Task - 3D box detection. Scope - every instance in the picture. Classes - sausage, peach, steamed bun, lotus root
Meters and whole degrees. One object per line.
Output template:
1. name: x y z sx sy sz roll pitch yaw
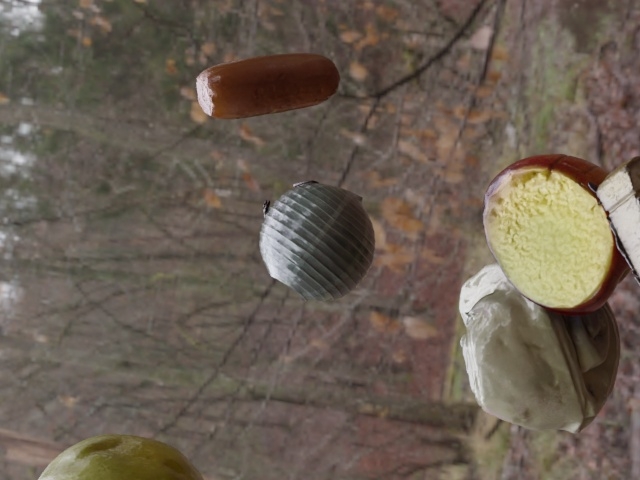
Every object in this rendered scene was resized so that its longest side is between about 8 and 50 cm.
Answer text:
1. sausage: -0.061 -0.195 1.225 0.076 0.197 0.076 26 122 52
2. peach: 0.403 -0.019 1.648 0.248 0.275 0.245 -45 -9 6
3. steamed bun: 0.429 0.174 1.858 0.247 0.352 0.339 -55 29 39
4. peach: -0.338 0.483 1.679 0.314 0.315 0.282 -1 -85 -67
5. lotus root: 0.505 -0.003 1.426 0.074 0.170 0.261 -49 57 46

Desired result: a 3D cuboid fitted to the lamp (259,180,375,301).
1. lamp: 0.000 0.000 1.892 0.265 0.233 0.233 48 -134 -50
